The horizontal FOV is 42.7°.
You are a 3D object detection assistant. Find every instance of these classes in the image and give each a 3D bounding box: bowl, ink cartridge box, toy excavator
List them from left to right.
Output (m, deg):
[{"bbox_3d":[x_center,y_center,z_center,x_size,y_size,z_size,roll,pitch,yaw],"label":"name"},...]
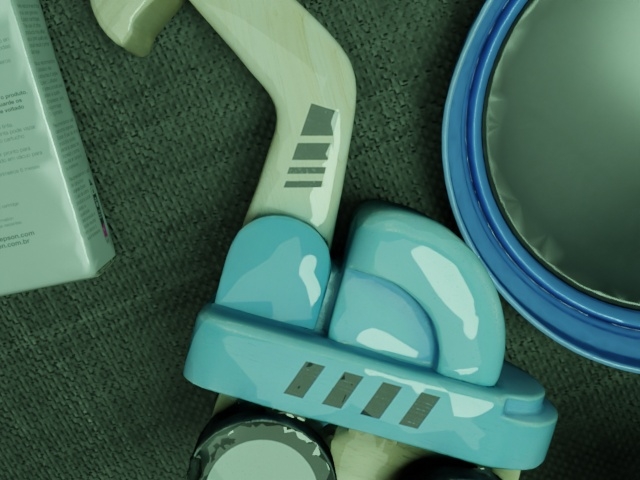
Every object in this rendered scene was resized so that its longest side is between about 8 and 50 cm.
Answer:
[{"bbox_3d":[-0.374,-0.099,0.691,0.324,0.071,0.330,-11,103,8],"label":"ink cartridge box"},{"bbox_3d":[0.000,0.000,0.649,0.432,0.222,0.445,16,94,-1],"label":"toy excavator"},{"bbox_3d":[0.291,-0.084,0.630,0.390,0.077,0.391,3,108,9],"label":"bowl"}]
